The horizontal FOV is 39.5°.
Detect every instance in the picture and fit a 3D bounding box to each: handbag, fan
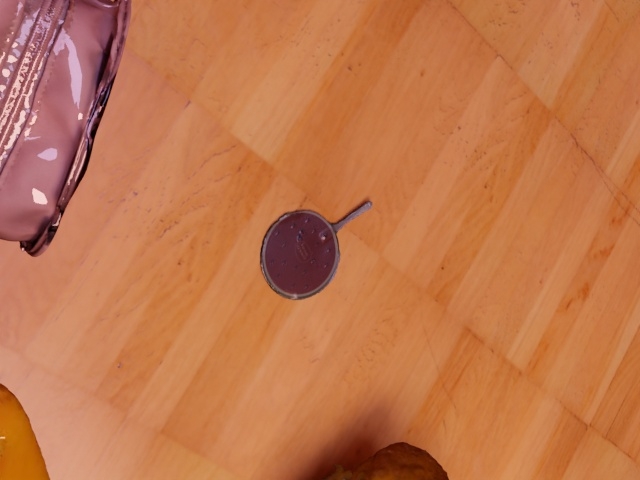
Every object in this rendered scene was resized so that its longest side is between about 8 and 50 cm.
[{"bbox_3d":[-0.209,-0.098,0.589,0.116,0.179,0.205,19,106,-25],"label":"handbag"},{"bbox_3d":[0.000,0.000,0.835,0.133,0.005,0.085,-38,114,-22],"label":"fan"}]

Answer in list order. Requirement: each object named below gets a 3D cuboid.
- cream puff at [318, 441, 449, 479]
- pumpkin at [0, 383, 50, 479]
[{"bbox_3d":[0.047,0.320,0.831,0.241,0.155,0.269,16,95,-28],"label":"cream puff"},{"bbox_3d":[-0.289,0.158,0.435,0.303,0.225,0.257,-30,133,-69],"label":"pumpkin"}]
